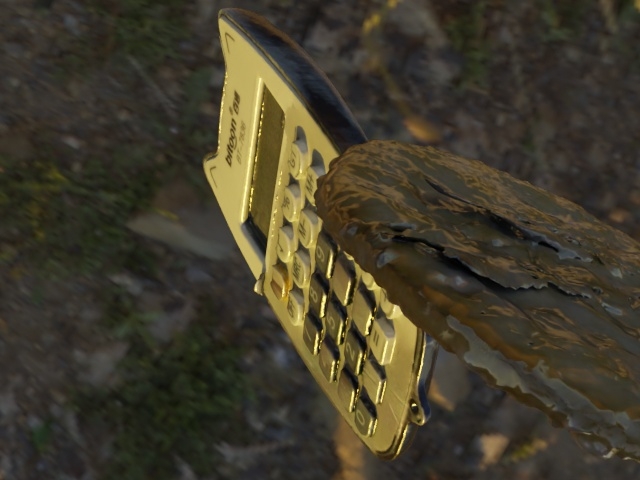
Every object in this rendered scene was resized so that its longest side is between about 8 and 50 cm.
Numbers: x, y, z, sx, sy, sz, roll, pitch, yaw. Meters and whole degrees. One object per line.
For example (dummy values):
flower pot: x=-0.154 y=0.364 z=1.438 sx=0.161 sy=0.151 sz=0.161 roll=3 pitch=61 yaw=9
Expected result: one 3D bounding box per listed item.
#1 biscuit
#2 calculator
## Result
biscuit: x=0.097 y=0.025 z=0.688 sx=0.220 sy=0.220 sz=0.033 roll=15 pitch=114 yaw=-34
calculator: x=0.000 y=0.000 z=1.049 sx=0.040 sy=0.268 sz=0.177 roll=-13 pitch=142 yaw=-20
